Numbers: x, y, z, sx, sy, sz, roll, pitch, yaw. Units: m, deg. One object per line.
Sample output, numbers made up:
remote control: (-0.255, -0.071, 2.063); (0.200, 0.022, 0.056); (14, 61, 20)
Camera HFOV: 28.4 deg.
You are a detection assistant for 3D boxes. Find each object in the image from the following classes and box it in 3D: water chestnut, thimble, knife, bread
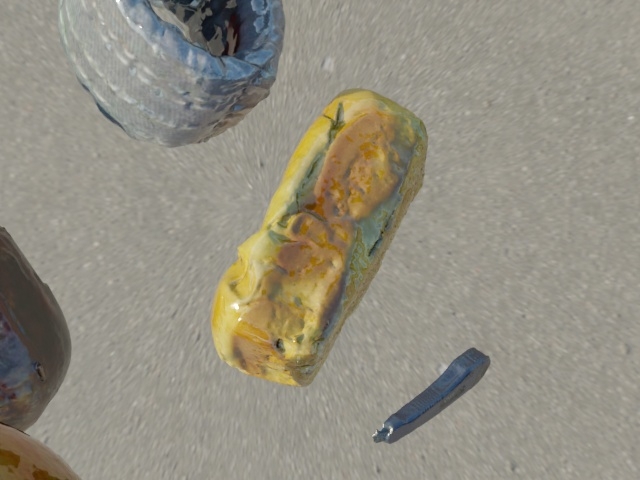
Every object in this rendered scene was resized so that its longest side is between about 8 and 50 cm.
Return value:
water chestnut: (-0.486, 0.126, 1.552); (0.350, 0.350, 0.302); (46, 58, -3)
thimble: (-0.148, -0.217, 1.262); (0.205, 0.172, 0.236); (-28, 80, -40)
knife: (0.083, 0.117, 0.936); (0.018, 0.031, 0.121); (36, 48, 27)
bread: (0.000, 0.000, 1.260); (0.132, 0.167, 0.294); (30, 70, 2)

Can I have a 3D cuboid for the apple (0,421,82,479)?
apple: (-0.307, 0.271, 0.984); (0.302, 0.301, 0.301); (0, 92, -2)
